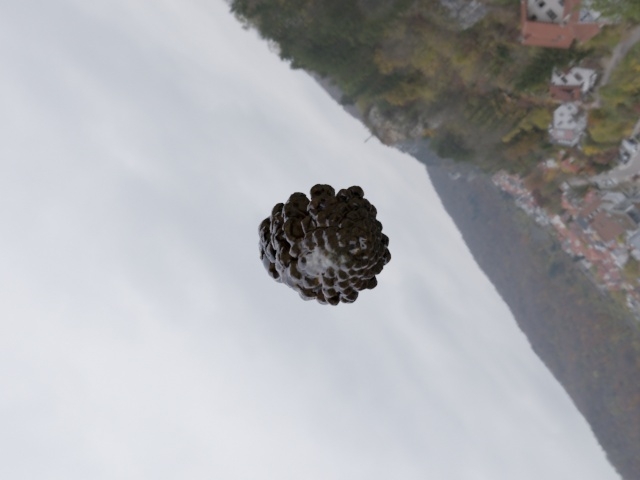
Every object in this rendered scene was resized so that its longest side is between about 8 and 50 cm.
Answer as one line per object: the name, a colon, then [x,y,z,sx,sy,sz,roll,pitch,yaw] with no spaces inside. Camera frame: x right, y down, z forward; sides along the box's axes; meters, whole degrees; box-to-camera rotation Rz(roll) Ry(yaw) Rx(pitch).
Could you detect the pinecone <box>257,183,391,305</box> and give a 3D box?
pinecone: [0.000,0.000,0.352,0.077,0.077,0.083,36,172,-34]
